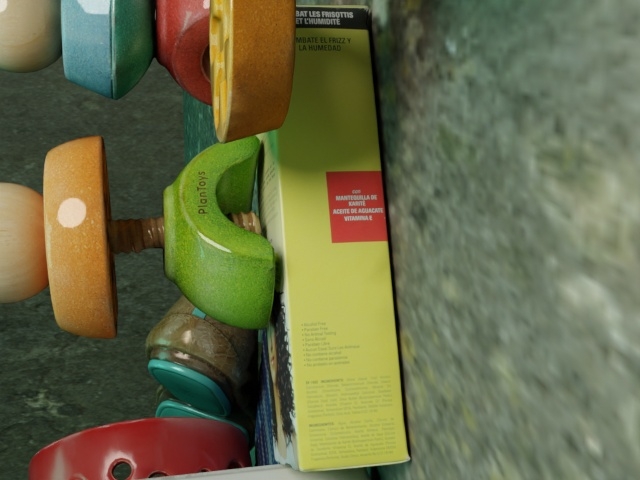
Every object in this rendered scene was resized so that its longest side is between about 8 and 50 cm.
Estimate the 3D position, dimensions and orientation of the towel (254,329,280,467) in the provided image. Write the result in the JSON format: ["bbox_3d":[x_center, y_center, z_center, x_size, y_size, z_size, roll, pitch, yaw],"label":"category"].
[{"bbox_3d":[-0.020,0.162,0.709,0.243,0.040,0.336,-106,19,-58],"label":"towel"}]

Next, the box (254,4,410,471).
[{"bbox_3d":[0.000,0.000,0.486,0.087,0.058,0.232,135,133,-74],"label":"box"}]

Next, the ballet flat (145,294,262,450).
[{"bbox_3d":[-0.100,0.123,0.886,0.342,0.116,0.124,94,-163,-63],"label":"ballet flat"}]

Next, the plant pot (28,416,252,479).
[{"bbox_3d":[-0.145,0.258,0.767,0.191,0.191,0.174,106,158,-57],"label":"plant pot"}]

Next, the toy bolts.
[{"bbox_3d":[-0.110,-0.088,0.461,0.218,0.158,0.229,101,163,-47],"label":"toy bolts"}]

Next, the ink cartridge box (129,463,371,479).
[{"bbox_3d":[-0.031,0.204,0.423,0.218,0.158,0.092,-119,28,-65],"label":"ink cartridge box"}]
